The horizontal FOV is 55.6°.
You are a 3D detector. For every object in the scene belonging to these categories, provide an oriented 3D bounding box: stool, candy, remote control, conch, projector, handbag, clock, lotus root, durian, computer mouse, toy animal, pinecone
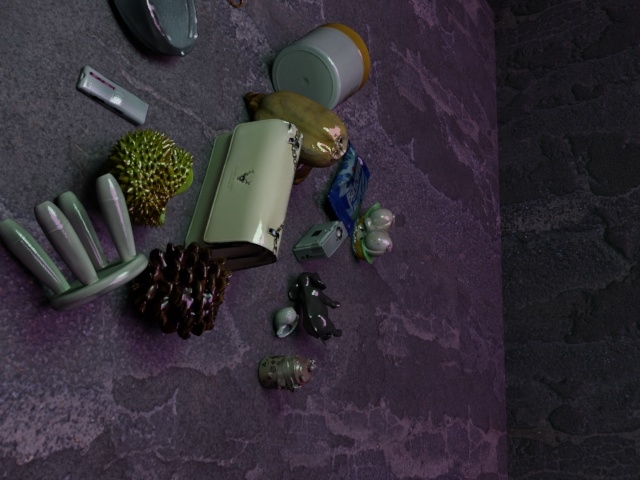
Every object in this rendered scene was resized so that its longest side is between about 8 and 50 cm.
[{"bbox_3d":[-0.453,0.004,1.144,0.195,0.195,0.198,-40,113,-51],"label":"stool"},{"bbox_3d":[0.098,-0.186,2.065,0.187,0.077,0.331,57,39,-32],"label":"candy"},{"bbox_3d":[-0.459,-0.325,1.356,0.166,0.029,0.065,32,58,-47],"label":"remote control"},{"bbox_3d":[-0.101,0.226,1.705,0.085,0.057,0.076,-47,142,-2],"label":"conch"},{"bbox_3d":[0.000,0.000,1.847,0.147,0.115,0.061,-50,123,-48],"label":"projector"},{"bbox_3d":[-0.182,-0.114,1.517,0.160,0.237,0.358,40,51,-45],"label":"handbag"},{"bbox_3d":[0.188,-0.026,2.092,0.103,0.144,0.230,35,54,-47],"label":"clock"},{"bbox_3d":[-0.074,-0.320,1.689,0.169,0.343,0.151,-62,156,9],"label":"lotus root"},{"bbox_3d":[-0.370,-0.134,1.276,0.177,0.237,0.200,35,77,-13],"label":"durian"},{"bbox_3d":[-0.404,-0.619,1.435,0.203,0.114,0.373,-33,117,-55],"label":"computer mouse"},{"bbox_3d":[-0.006,0.183,1.774,0.146,0.115,0.245,38,21,-47],"label":"toy animal"},{"bbox_3d":[-0.306,0.098,1.318,0.221,0.222,0.221,18,68,-52],"label":"pinecone"},{"bbox_3d":[-0.069,-0.242,1.803,0.120,0.120,0.209,58,43,-29],"label":"lotus root"}]

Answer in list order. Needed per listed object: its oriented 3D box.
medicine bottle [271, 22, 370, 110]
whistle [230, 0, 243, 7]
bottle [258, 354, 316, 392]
[{"bbox_3d":[0.003,-0.524,1.874,0.232,0.238,0.237,-48,120,-46],"label":"medicine bottle"},{"bbox_3d":[-0.246,-0.712,1.740,0.109,0.046,0.057,7,61,-60],"label":"whistle"},{"bbox_3d":[-0.084,0.352,1.613,0.099,0.152,0.098,15,72,-53],"label":"bottle"}]
